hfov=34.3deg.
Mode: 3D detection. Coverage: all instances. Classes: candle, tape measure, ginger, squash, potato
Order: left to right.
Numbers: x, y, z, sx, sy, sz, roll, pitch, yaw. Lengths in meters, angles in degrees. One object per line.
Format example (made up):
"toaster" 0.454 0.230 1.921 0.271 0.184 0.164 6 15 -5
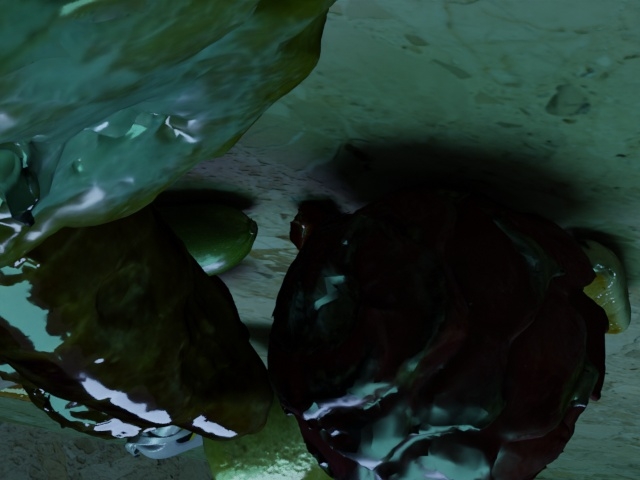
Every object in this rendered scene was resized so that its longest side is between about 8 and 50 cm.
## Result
"ginger" -0.216 0.052 0.887 0.254 0.176 0.418 3 148 24
"squash" -0.221 0.008 1.159 0.340 0.095 0.094 -3 159 29
"tape measure" -0.240 0.296 1.859 0.120 0.197 0.236 43 -154 21
"candle" 0.000 0.000 1.111 0.052 0.052 0.131 0 158 19
"potato" 0.011 0.313 1.651 0.280 0.213 0.330 -14 169 23

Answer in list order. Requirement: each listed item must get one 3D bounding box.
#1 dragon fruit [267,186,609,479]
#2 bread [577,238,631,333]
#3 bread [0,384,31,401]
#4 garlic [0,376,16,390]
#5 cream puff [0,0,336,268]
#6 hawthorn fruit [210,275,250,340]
"dragon fruit" 0.106 0.100 0.975 0.329 0.329 0.329 7 161 2
"bread" 0.300 0.049 1.136 0.073 0.053 0.214 -4 156 21
"bread" -0.510 0.171 1.640 0.288 0.156 0.204 11 163 -15
"garlic" -0.457 0.130 1.393 0.340 0.232 0.246 20 156 -16
"cream puff" -0.130 -0.156 0.493 0.274 0.270 0.323 -23 172 -21
"hawthorn fruit" -0.223 0.115 1.302 0.215 0.215 0.249 -11 155 43
